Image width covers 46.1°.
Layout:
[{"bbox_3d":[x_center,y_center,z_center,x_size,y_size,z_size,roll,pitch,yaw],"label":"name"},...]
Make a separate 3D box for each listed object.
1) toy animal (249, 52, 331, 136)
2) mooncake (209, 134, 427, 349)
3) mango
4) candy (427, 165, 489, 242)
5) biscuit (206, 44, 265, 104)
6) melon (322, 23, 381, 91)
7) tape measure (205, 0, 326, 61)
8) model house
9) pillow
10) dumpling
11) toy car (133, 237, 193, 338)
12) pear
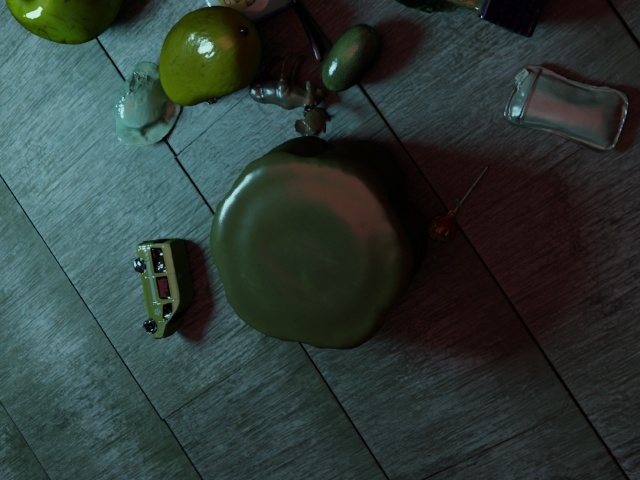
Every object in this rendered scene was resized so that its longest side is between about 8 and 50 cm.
[{"bbox_3d":[-0.067,-0.328,1.709,0.214,0.094,0.186,8,100,28],"label":"toy animal"},{"bbox_3d":[0.000,0.000,1.648,0.467,0.262,0.467,6,106,19],"label":"mooncake"},{"bbox_3d":[-0.259,-0.413,1.686,0.332,0.142,0.195,-8,118,43],"label":"mango"},{"bbox_3d":[0.303,-0.078,1.629,0.060,0.060,0.201,37,104,12],"label":"candy"},{"bbox_3d":[-0.242,-0.436,1.789,0.203,0.016,0.144,-42,84,25],"label":"biscuit"},{"bbox_3d":[0.064,-0.392,1.626,0.099,0.099,0.162,44,116,8],"label":"melon"},{"bbox_3d":[-0.133,-0.527,1.683,0.215,0.098,0.351,-21,95,24],"label":"tape measure"},{"bbox_3d":[0.304,-0.513,1.386,0.280,0.312,0.245,27,107,17],"label":"model house"},{"bbox_3d":[0.491,-0.265,1.508,0.233,0.038,0.130,21,106,17],"label":"pillow"},{"bbox_3d":[-0.437,-0.327,1.845,0.153,0.108,0.219,25,112,16],"label":"dumpling"},{"bbox_3d":[-0.393,0.122,1.929,0.124,0.101,0.256,-6,98,20],"label":"toy car"},{"bbox_3d":[-0.611,-0.598,1.775,0.284,0.283,0.283,5,103,22],"label":"pear"}]
